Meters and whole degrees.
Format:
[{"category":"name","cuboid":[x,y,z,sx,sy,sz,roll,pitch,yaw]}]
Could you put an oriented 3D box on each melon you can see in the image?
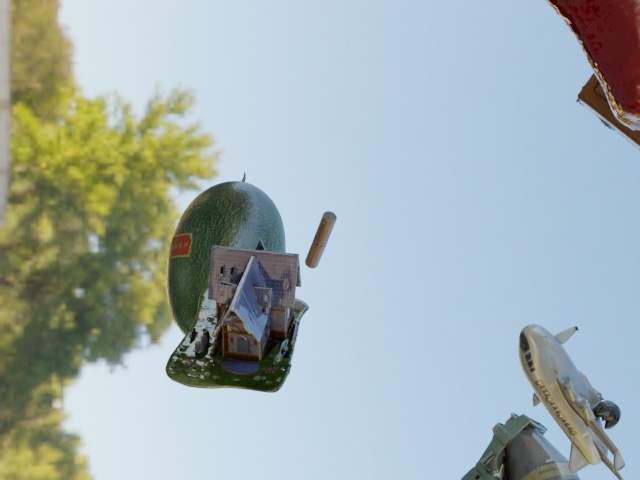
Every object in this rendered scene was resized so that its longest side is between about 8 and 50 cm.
[{"category":"melon","cuboid":[-0.145,0.026,1.855,0.182,0.182,0.288,133,-27,-65]}]

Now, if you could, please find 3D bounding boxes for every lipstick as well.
[{"category":"lipstick","cuboid":[0.000,0.000,1.474,0.094,0.019,0.019,111,-29,-47]}]

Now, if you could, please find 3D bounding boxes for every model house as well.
[{"category":"model house","cuboid":[-0.075,0.058,1.121,0.167,0.117,0.088,-68,162,-59]}]

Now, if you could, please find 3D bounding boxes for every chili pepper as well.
[{"category":"chili pepper","cuboid":[0.357,-0.185,1.255,0.134,0.131,0.338,-35,-95,23]}]

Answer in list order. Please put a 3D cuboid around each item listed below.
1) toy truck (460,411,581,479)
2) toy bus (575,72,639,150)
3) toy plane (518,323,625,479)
[{"category":"toy truck","cuboid":[0.260,0.322,1.362,0.140,0.108,0.257,-49,-133,8]},{"category":"toy bus","cuboid":[0.498,-0.199,1.865,0.201,0.114,0.098,43,-80,17]},{"category":"toy plane","cuboid":[0.231,0.146,1.112,0.171,0.065,0.162,68,-10,-19]}]
